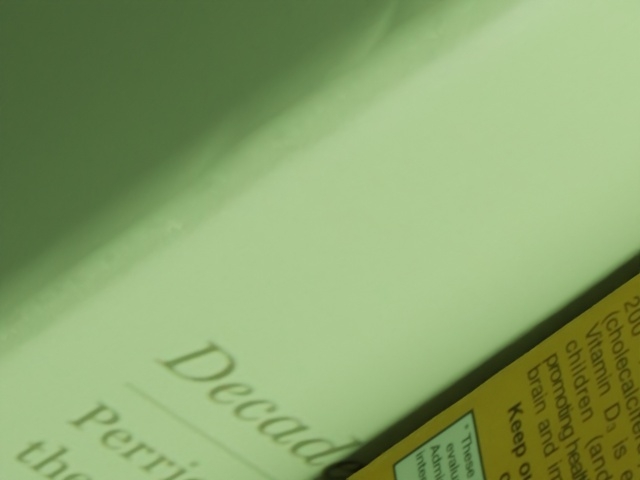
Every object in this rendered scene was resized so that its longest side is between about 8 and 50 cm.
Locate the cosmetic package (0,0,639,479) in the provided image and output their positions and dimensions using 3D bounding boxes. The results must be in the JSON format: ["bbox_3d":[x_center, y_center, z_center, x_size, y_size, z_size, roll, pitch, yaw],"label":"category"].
[{"bbox_3d":[0.000,0.000,0.592,0.394,0.329,0.327,-33,130,27],"label":"cosmetic package"}]

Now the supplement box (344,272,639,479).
[{"bbox_3d":[0.084,0.050,0.354,0.078,0.080,0.233,29,124,-33],"label":"supplement box"}]
